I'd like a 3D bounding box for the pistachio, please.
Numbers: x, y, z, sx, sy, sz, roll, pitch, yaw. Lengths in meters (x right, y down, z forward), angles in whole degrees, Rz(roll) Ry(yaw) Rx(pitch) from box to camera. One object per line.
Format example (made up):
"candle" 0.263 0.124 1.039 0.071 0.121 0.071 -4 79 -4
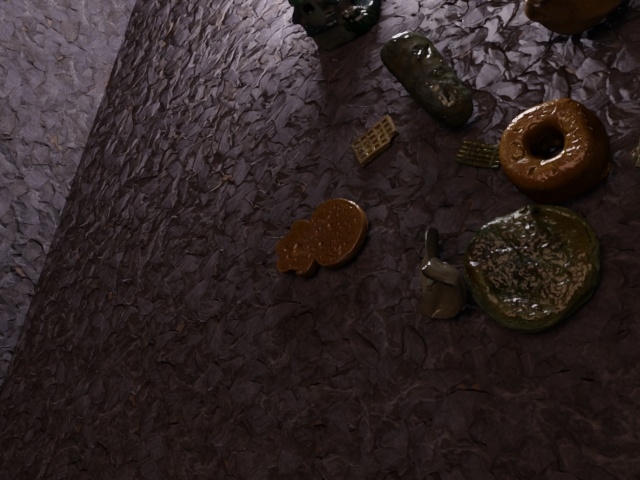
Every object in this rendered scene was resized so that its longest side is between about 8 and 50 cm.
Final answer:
"pistachio" 0.576 -0.579 1.359 0.213 0.163 0.260 8 59 19

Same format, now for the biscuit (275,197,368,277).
"biscuit" 0.001 0.001 1.605 0.289 0.044 0.202 -31 52 25

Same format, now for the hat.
"hat" 0.275 0.067 1.320 0.144 0.166 0.173 21 58 20

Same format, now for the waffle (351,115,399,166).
"waffle" 0.149 -0.269 1.633 0.135 0.021 0.092 -36 49 21

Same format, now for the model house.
"model house" 0.011 -0.785 1.826 0.243 0.284 0.298 -15 61 39

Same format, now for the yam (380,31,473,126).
"yam" 0.274 -0.406 1.524 0.133 0.133 0.330 -40 52 17

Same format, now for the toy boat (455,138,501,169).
"toy boat" 0.377 -0.202 1.421 0.115 0.016 0.063 18 81 43

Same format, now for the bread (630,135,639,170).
"bread" 0.698 -0.110 1.014 0.192 0.171 0.314 -42 49 16

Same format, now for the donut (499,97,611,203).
"donut" 0.487 -0.187 1.262 0.227 0.114 0.226 -17 61 33

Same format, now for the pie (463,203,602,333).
"pie" 0.425 0.049 1.220 0.277 0.078 0.277 -16 62 32
